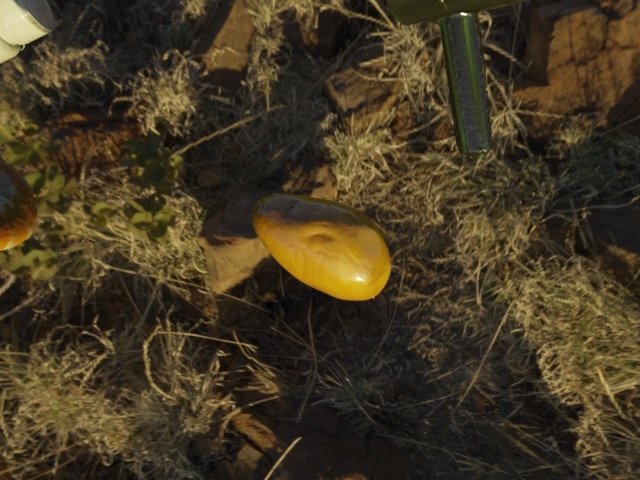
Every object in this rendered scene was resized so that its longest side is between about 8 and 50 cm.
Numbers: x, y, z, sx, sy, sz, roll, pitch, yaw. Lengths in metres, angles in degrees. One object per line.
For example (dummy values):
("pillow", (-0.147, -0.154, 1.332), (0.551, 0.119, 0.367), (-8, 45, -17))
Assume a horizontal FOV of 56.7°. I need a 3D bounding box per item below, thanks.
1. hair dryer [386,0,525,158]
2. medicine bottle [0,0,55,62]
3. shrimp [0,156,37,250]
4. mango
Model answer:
("hair dryer", (0.225, -0.251, 0.747), (0.244, 0.303, 0.116), (6, 29, 41))
("medicine bottle", (-0.618, -0.374, 1.047), (0.257, 0.143, 0.144), (-22, 72, 6))
("shrimp", (-0.459, -0.048, 0.733), (0.068, 0.248, 0.150), (-21, 93, 23))
("mango", (0.000, 0.000, 0.867), (0.227, 0.147, 0.109), (32, 46, 11))
